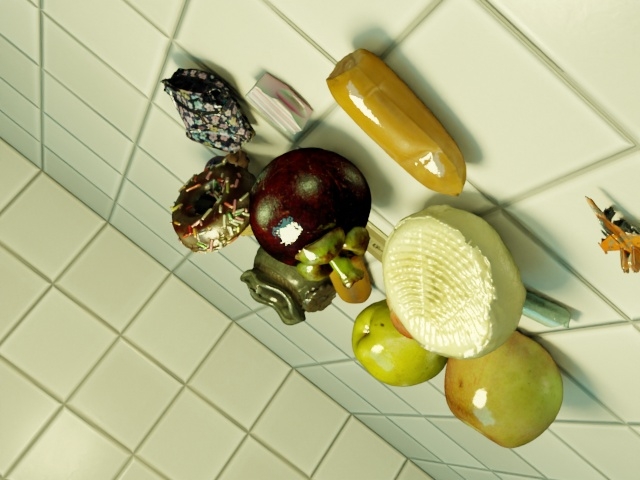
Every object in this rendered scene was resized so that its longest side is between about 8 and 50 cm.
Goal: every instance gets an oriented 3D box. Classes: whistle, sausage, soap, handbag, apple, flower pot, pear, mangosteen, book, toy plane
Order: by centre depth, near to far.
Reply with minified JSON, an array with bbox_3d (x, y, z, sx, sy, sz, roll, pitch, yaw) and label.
[{"bbox_3d":[0.549,-0.019,1.350,0.188,0.062,0.135,55,155,-9],"label":"toy plane"},{"bbox_3d":[0.162,-0.219,1.432,0.354,0.116,0.134,43,143,-23],"label":"sausage"},{"bbox_3d":[-0.092,-0.312,1.692,0.149,0.056,0.100,42,160,-13],"label":"soap"},{"bbox_3d":[-0.023,-0.062,1.751,0.330,0.330,0.330,30,158,14],"label":"mangosteen"},{"bbox_3d":[0.454,0.132,1.777,0.312,0.062,0.062,27,156,22],"label":"whistle"},{"bbox_3d":[-0.285,-0.332,1.845,0.229,0.127,0.208,22,148,32],"label":"handbag"},{"bbox_3d":[0.485,0.398,1.984,0.319,0.277,0.319,31,159,13],"label":"apple"},{"bbox_3d":[0.133,-0.009,2.027,0.199,0.016,0.138,40,158,-8],"label":"book"},{"bbox_3d":[0.242,0.294,2.152,0.294,0.294,0.294,30,158,14],"label":"pear"},{"bbox_3d":[0.077,0.083,2.182,0.112,0.112,0.328,23,155,29],"label":"sausage"},{"bbox_3d":[-0.091,0.133,2.360,0.302,0.213,0.302,36,162,14],"label":"flower pot"}]

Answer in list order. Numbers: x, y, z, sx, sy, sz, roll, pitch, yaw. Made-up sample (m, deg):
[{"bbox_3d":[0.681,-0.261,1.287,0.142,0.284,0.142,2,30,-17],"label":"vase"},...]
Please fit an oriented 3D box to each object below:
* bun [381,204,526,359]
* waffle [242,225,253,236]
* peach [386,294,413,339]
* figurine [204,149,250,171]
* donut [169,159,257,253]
[{"bbox_3d":[0.315,0.083,1.666,0.364,0.202,0.364,28,128,43],"label":"bun"},{"bbox_3d":[-0.188,-0.068,2.088,0.376,0.114,0.261,5,171,40],"label":"waffle"},{"bbox_3d":[0.288,0.162,1.919,0.232,0.232,0.232,30,158,14],"label":"peach"},{"bbox_3d":[-0.256,-0.196,2.102,0.126,0.114,0.157,5,173,-38],"label":"figurine"},{"bbox_3d":[-0.274,-0.090,1.887,0.270,0.269,0.103,13,153,45],"label":"donut"}]
